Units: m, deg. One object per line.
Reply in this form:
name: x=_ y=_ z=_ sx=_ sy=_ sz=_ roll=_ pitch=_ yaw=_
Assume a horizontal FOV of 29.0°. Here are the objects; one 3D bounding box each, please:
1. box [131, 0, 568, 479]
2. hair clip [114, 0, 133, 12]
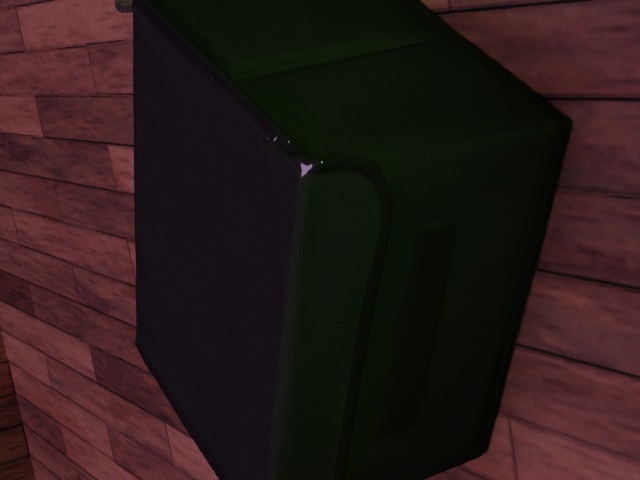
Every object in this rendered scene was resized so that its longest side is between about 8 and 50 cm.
box: x=-0.001 y=0.000 z=0.929 sx=0.251 sy=0.205 sz=0.345 roll=47 pitch=142 yaw=40
hair clip: x=-0.127 y=-0.271 z=1.139 sx=0.321 sy=0.091 sz=0.138 roll=-149 pitch=50 yaw=-65
